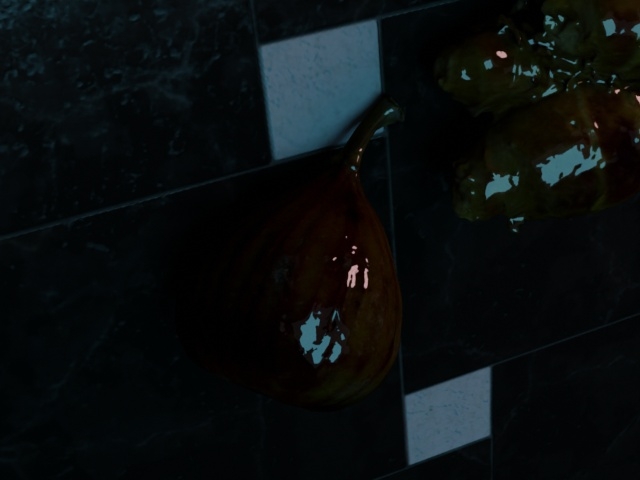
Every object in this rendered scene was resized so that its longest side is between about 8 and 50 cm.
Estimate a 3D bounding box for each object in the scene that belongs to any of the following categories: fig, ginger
[{"bbox_3d":[0.000,0.000,0.946,0.217,0.217,0.321,29,75,-35],"label":"fig"},{"bbox_3d":[0.260,-0.161,0.957,0.274,0.152,0.358,25,105,-34],"label":"ginger"}]
